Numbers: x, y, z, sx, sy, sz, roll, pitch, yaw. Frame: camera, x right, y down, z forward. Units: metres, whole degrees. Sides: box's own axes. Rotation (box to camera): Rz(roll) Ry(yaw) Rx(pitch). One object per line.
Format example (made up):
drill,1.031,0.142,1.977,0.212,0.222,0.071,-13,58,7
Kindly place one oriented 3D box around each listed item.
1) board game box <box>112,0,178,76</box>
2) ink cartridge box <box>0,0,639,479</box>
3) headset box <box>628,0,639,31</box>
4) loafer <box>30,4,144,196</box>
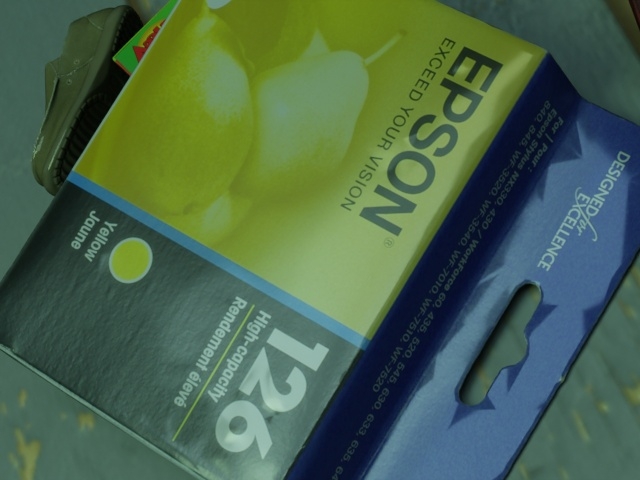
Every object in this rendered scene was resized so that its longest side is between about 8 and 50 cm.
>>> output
board game box,-0.040,-0.150,0.960,0.181,0.043,0.092,-45,56,0
ink cartridge box,0.000,0.000,0.832,0.307,0.072,0.303,28,81,26
headset box,0.217,-0.099,0.710,0.110,0.218,0.293,-20,61,16
loafer,-0.162,-0.093,0.987,0.050,0.056,0.148,4,59,27
